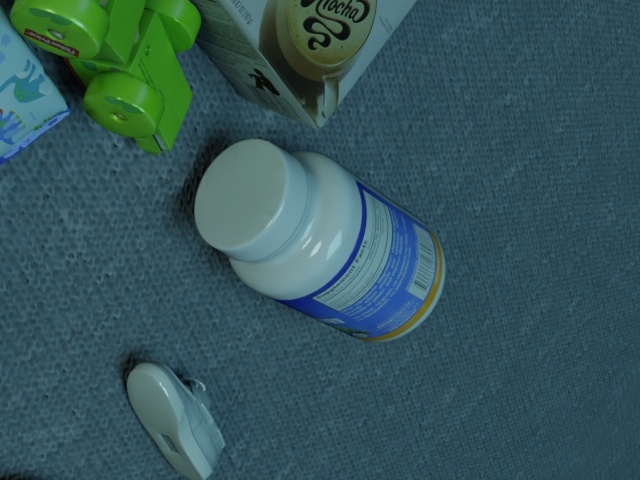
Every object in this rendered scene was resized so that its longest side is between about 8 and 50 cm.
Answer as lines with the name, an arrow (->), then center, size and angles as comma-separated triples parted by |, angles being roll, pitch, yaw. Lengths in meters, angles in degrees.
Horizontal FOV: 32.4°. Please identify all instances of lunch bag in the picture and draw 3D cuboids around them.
lunch bag -> -0.284, -0.108, 0.812 | 0.151, 0.096, 0.129 | -38, 137, -11

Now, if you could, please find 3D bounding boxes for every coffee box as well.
coffee box -> -0.057, -0.259, 0.950 | 0.168, 0.119, 0.297 | -53, 139, -11

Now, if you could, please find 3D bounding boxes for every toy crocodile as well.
toy crocodile -> -0.175, -0.173, 0.853 | 0.340, 0.105, 0.115 | 64, 41, -66

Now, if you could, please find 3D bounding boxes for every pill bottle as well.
pill bottle -> 0.000, 0.000, 1.117 | 0.272, 0.152, 0.152 | 29, 87, -49

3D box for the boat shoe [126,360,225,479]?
boat shoe -> -0.140, 0.175, 1.130 | 0.063, 0.066, 0.184 | -54, 138, -33
